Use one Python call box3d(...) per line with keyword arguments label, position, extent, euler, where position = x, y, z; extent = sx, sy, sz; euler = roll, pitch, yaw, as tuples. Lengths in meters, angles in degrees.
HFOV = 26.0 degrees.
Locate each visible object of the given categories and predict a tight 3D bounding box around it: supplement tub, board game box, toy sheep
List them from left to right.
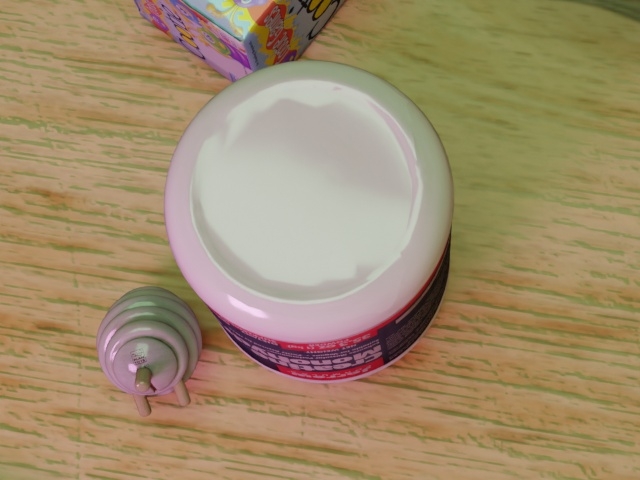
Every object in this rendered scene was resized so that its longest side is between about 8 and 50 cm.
box3d(label="toy sheep", position=(-0.133, 0.084, 1.080), extent=(0.091, 0.132, 0.091), euler=(-3, 113, -7))
box3d(label="board game box", position=(-0.024, -0.278, 1.148), extent=(0.142, 0.144, 0.275), euler=(37, 82, 12))
box3d(label="supplement tub", position=(0.000, 0.000, 1.008), extent=(0.191, 0.272, 0.191), euler=(-1, 76, 4))
